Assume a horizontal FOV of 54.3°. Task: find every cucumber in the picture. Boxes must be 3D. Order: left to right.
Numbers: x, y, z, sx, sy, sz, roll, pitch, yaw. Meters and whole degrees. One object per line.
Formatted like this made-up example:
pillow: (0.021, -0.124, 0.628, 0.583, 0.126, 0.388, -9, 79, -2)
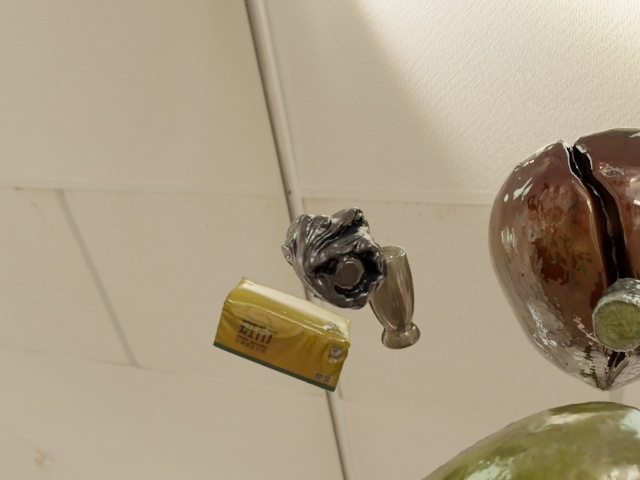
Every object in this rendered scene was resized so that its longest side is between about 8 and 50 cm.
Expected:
cucumber: (0.334, 0.080, 0.680, 0.064, 0.112, 0.064, 7, -77, 32)

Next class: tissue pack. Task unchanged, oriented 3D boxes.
tissue pack: (-0.045, 0.119, 0.824, 0.169, 0.120, 0.082, 22, -81, 1)

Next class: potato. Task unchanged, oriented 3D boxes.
potato: (0.192, 0.212, 0.556, 0.112, 0.269, 0.255, 54, -52, 22)

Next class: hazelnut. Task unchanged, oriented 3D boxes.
hazelnut: (0.468, 0.017, 0.995, 0.402, 0.402, 0.429, 16, -14, 12)

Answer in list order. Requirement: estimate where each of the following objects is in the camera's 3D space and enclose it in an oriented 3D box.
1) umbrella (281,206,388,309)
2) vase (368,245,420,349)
umbrella: (0.006, 0.005, 0.494, 0.071, 0.248, 0.071, 0, -87, -4)
vase: (0.075, 0.061, 0.657, 0.053, 0.053, 0.101, -7, -72, 28)
